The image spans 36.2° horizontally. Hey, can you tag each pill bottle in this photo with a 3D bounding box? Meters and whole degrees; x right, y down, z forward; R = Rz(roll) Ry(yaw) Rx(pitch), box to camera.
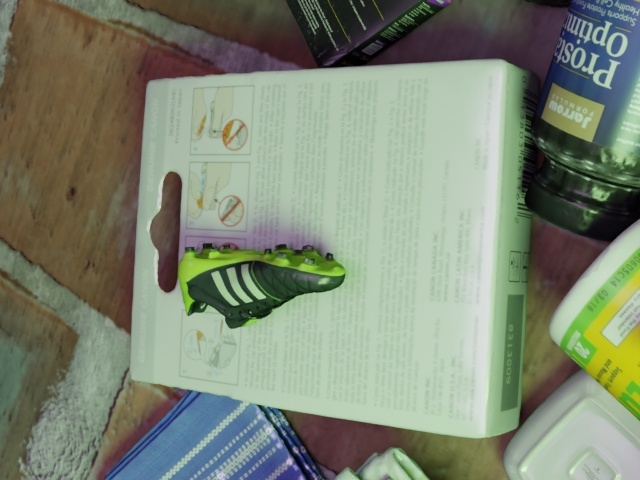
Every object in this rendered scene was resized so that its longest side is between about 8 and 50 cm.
[{"bbox_3d":[0.298,0.101,0.701,0.245,0.136,0.136,45,109,23],"label":"pill bottle"},{"bbox_3d":[0.233,-0.116,0.742,0.122,0.123,0.219,26,114,27],"label":"pill bottle"}]

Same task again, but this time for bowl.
[{"bbox_3d":[0.225,0.183,0.789,0.142,0.053,0.142,47,109,23],"label":"bowl"}]

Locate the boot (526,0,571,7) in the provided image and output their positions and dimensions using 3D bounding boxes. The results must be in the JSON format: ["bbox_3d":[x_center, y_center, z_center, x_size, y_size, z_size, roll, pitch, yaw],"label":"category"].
[{"bbox_3d":[0.176,-0.315,0.824,0.189,0.076,0.209,18,81,7],"label":"boot"}]

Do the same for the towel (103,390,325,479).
[{"bbox_3d":[-0.074,0.315,0.960,0.243,0.040,0.336,-44,69,22],"label":"towel"}]

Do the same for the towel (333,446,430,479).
[{"bbox_3d":[0.064,0.401,0.822,0.320,0.090,0.374,38,107,13],"label":"towel"}]

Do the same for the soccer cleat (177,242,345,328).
[{"bbox_3d":[-0.051,0.041,0.853,0.179,0.060,0.072,2,99,37],"label":"soccer cleat"}]

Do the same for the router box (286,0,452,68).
[{"bbox_3d":[0.024,-0.262,0.916,0.133,0.046,0.179,-31,75,24],"label":"router box"}]

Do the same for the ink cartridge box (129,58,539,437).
[{"bbox_3d":[0.000,0.000,0.904,0.385,0.091,0.308,3,90,32],"label":"ink cartridge box"}]
